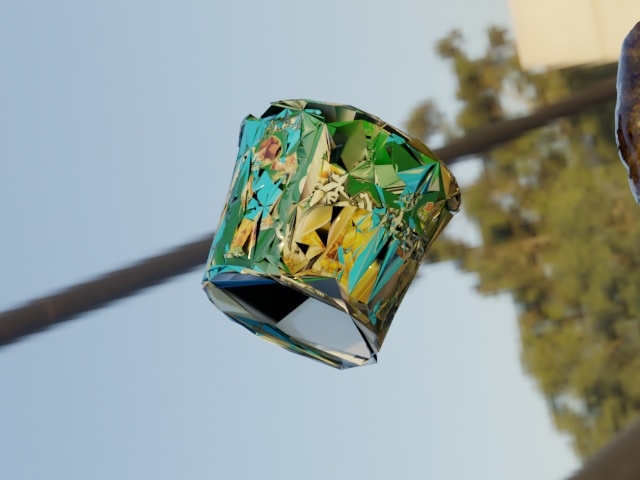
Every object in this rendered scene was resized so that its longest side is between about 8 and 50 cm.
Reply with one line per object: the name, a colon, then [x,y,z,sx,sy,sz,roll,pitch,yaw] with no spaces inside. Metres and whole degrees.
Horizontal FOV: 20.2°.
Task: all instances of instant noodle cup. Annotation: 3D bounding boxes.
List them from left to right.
instant noodle cup: [0.000,0.000,1.721,0.178,0.240,0.240,-68,-27,-23]

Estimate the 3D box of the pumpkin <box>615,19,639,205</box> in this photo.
pumpkin: [0.360,-0.124,1.267,0.222,0.317,0.139,3,-117,-46]
